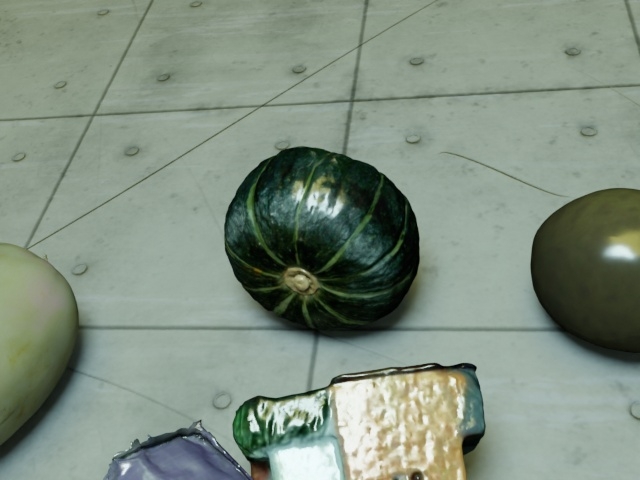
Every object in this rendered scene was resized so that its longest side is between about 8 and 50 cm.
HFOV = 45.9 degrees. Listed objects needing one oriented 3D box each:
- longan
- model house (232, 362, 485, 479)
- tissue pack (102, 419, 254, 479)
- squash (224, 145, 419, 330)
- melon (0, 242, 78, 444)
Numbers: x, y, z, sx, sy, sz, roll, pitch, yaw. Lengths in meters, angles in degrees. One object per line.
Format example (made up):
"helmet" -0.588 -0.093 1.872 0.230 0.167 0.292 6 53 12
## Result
"longan" 0.351 0.034 0.887 0.220 0.196 0.196 27 58 36
"model house" 0.048 0.285 0.750 0.253 0.184 0.291 -6 60 -2
"tissue pack" -0.064 0.355 0.634 0.125 0.242 0.343 -10 35 -46
"squash" 0.000 0.000 0.951 0.252 0.252 0.165 9 45 20
"melon" -0.438 0.140 0.937 0.223 0.223 0.317 13 51 23
